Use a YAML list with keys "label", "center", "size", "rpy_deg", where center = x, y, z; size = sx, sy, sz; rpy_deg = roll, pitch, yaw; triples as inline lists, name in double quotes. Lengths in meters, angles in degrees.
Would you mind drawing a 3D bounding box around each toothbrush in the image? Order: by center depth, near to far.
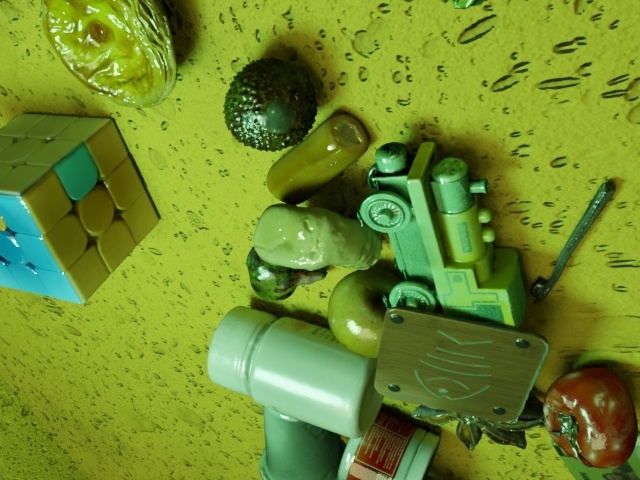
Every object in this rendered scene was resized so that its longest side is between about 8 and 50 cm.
- label: "toothbrush"
  center: [0.408, 0.008, 1.266]
  size: [0.031, 0.030, 0.297]
  rpy_deg: [34, 143, 16]

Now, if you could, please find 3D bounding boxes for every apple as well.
- label: "apple"
  center: [0.100, 0.144, 1.512]
  size: [0.182, 0.182, 0.155]
  rpy_deg: [32, 144, 3]

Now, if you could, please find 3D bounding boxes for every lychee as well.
- label: "lychee"
  center: [-0.089, -0.224, 1.284]
  size: [0.171, 0.171, 0.171]
  rpy_deg: [19, 139, 18]

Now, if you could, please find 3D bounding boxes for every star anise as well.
- label: "star anise"
  center: [0.311, 0.314, 1.586]
  size: [0.332, 0.117, 0.331]
  rpy_deg: [12, 136, 12]

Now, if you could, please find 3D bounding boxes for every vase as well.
- label: "vase"
  center: [-0.042, 0.459, 1.916]
  size: [0.245, 0.245, 0.291]
  rpy_deg: [15, 128, 22]

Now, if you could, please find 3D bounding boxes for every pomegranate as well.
- label: "pomegranate"
  center: [-0.075, 0.064, 1.588]
  size: [0.163, 0.125, 0.138]
  rpy_deg: [20, 127, 16]

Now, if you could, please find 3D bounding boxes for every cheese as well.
- label: "cheese"
  center: [0.000, 0.000, 1.411]
  size: [0.226, 0.214, 0.117]
  rpy_deg: [10, 92, 33]

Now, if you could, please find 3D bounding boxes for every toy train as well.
- label: "toy train"
  center: [0.206, -0.008, 1.309]
  size: [0.237, 0.150, 0.368]
  rpy_deg: [-2, 130, 25]

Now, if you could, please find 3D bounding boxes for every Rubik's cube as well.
- label: "Rubik's cube"
  center: [-0.581, -0.077, 1.665]
  size: [0.291, 0.291, 0.291]
  rpy_deg: [7, 134, 30]

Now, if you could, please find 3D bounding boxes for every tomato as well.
- label: "tomato"
  center: [0.504, 0.321, 1.418]
  size: [0.187, 0.151, 0.187]
  rpy_deg: [169, 90, -71]

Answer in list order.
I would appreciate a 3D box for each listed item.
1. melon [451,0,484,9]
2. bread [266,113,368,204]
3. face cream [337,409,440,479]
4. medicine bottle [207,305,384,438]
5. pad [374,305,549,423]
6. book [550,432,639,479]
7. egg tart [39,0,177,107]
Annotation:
- label: "melon"
  center: [0.209, -0.427, 0.895]
  size: [0.169, 0.129, 0.265]
  rpy_deg: [51, 147, 15]
- label: "bread"
  center: [-0.013, -0.138, 1.376]
  size: [0.092, 0.074, 0.239]
  rpy_deg: [47, 140, -7]
- label: "face cream"
  center: [0.162, 0.520, 1.832]
  size: [0.187, 0.201, 0.201]
  rpy_deg: [21, 139, 16]
- label: "medicine bottle"
  center: [-0.049, 0.287, 1.733]
  size: [0.372, 0.211, 0.211]
  rpy_deg: [15, 138, 22]
- label: "pad"
  center: [0.248, 0.234, 1.421]
  size: [0.287, 0.018, 0.284]
  rpy_deg: [12, 138, 8]
- label: "book"
  center: [0.674, 0.471, 1.554]
  size: [0.352, 0.035, 0.239]
  rpy_deg: [-13, 124, 42]
- label: "egg tart"
  center: [-0.354, -0.368, 1.347]
  size: [0.295, 0.116, 0.294]
  rpy_deg: [19, 140, 16]
